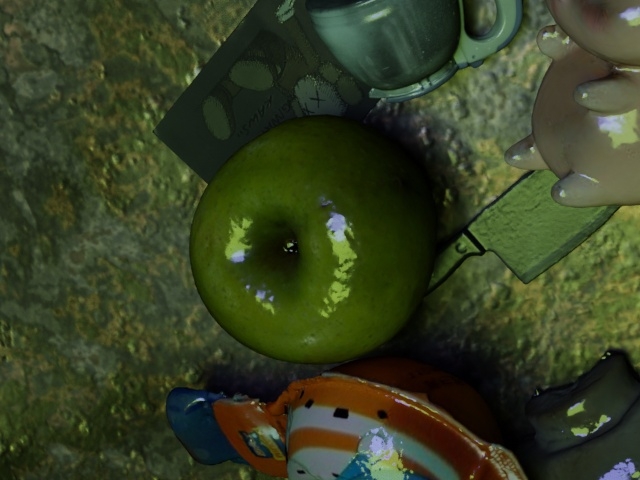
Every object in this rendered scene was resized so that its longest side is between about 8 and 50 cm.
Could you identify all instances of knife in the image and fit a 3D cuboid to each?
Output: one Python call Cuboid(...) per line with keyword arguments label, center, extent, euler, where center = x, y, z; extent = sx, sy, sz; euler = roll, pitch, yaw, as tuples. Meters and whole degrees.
Cuboid(label="knife", center=(0.157, -0.005, 1.285), extent=(0.245, 0.019, 0.072), euler=(-40, 92, 24))

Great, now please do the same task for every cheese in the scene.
Cuboid(label="cheese", center=(0.022, 0.167, 1.313), extent=(0.329, 0.129, 0.217), euler=(5, 141, 35))

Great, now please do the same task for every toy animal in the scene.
Cuboid(label="toy animal", center=(0.226, -0.143, 1.137), extent=(0.166, 0.154, 0.250), euler=(43, 135, 47))

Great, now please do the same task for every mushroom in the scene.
Cuboid(label="mushroom", center=(0.232, 0.181, 1.276), extent=(0.188, 0.117, 0.141), euler=(-33, 106, 21))

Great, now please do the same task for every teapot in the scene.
Cuboid(label="teapot", center=(0.070, -0.168, 1.232), extent=(0.111, 0.149, 0.108), euler=(16, 137, 55))

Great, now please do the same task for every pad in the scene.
Cuboid(label="pad", center=(-0.039, -0.111, 1.327), extent=(0.127, 0.004, 0.190), euler=(43, 116, 2))

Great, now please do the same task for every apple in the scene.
Cuboid(label="apple", center=(0.000, 0.000, 1.263), extent=(0.196, 0.157, 0.196), euler=(6, 104, 23))
